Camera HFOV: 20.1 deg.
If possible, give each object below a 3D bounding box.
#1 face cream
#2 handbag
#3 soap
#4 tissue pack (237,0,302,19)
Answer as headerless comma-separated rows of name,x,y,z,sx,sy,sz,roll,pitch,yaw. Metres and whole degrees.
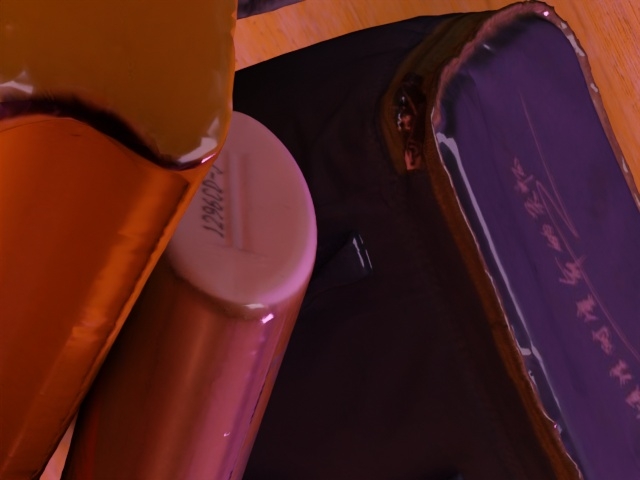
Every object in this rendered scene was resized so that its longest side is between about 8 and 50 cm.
face cream,-0.070,0.100,0.712,0.067,0.285,0.139,12,31,-10
handbag,0.027,0.032,0.878,0.222,0.241,0.263,-41,112,-55
soap,-0.110,-0.050,0.634,0.096,0.324,0.204,8,64,-15
tissue pack,-0.042,-0.288,0.801,0.259,0.122,0.361,-22,119,-41
